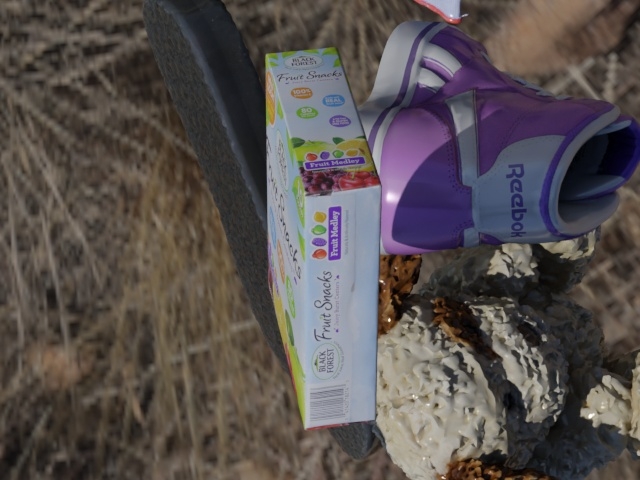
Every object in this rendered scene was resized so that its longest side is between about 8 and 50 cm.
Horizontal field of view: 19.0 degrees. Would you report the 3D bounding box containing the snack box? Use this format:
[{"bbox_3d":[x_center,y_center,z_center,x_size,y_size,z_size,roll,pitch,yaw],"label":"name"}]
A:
[{"bbox_3d":[0.000,0.000,0.854,0.037,0.100,0.141,-7,132,-9],"label":"snack box"}]

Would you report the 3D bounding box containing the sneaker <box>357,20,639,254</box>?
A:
[{"bbox_3d":[0.109,-0.058,1.117,0.161,0.282,0.102,-1,113,11],"label":"sneaker"}]

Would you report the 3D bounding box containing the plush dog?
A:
[{"bbox_3d":[0.107,0.089,1.263,0.210,0.225,0.262,-40,72,30],"label":"plush dog"}]

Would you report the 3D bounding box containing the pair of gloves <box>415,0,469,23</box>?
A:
[{"bbox_3d":[0.055,-0.234,1.248,0.023,0.198,0.159,-27,144,-37],"label":"pair of gloves"}]

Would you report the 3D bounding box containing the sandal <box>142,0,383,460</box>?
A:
[{"bbox_3d":[-0.010,-0.014,1.541,0.107,0.167,0.446,-28,117,-16],"label":"sandal"}]
